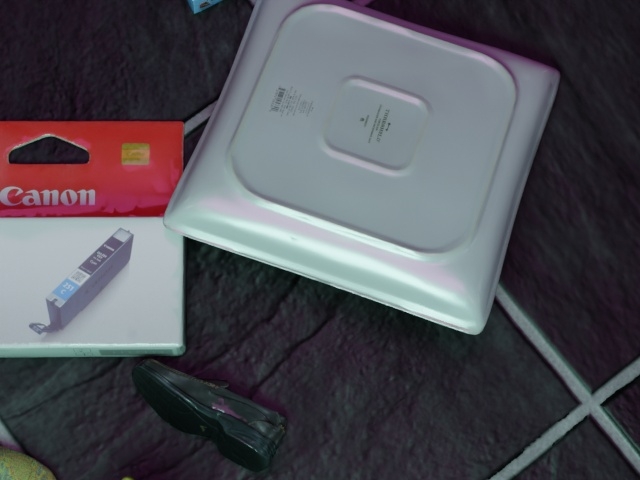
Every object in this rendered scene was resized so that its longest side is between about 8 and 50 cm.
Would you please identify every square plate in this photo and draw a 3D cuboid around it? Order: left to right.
[{"bbox_3d":[0.054,-0.107,1.713,0.344,0.049,0.347,19,60,3],"label":"square plate"}]

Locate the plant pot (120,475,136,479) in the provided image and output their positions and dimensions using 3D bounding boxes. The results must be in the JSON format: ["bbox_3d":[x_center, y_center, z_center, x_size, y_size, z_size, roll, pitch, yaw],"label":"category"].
[{"bbox_3d":[-0.179,0.373,1.530,0.207,0.228,0.227,41,77,2],"label":"plant pot"}]

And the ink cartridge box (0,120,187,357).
[{"bbox_3d":[-0.288,-0.010,1.707,0.296,0.066,0.261,-1,76,-3],"label":"ink cartridge box"}]

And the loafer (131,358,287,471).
[{"bbox_3d":[-0.113,0.167,1.675,0.170,0.062,0.061,34,54,3],"label":"loafer"}]

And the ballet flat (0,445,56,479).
[{"bbox_3d":[-0.435,0.242,1.607,0.348,0.123,0.123,6,75,-1],"label":"ballet flat"}]

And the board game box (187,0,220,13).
[{"bbox_3d":[-0.085,-0.367,1.821,0.211,0.039,0.160,-28,75,-9],"label":"board game box"}]
